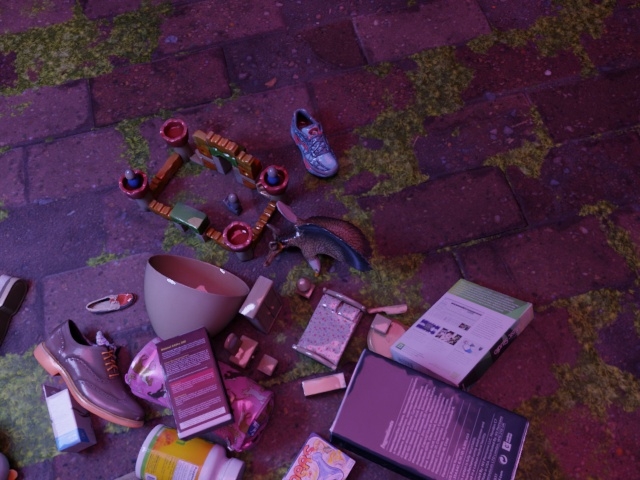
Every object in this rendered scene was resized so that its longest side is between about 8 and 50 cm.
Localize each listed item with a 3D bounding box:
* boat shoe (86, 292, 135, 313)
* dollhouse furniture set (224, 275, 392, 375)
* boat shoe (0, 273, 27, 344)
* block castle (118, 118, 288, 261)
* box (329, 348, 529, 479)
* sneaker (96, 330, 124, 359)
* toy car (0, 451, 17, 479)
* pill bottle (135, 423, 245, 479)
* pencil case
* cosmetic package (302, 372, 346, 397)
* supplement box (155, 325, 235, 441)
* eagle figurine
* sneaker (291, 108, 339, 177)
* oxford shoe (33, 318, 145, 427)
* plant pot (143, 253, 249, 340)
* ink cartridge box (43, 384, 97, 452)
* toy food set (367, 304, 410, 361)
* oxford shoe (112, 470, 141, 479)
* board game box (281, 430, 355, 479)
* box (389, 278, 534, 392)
[{"bbox_3d":[-0.615,0.183,1.532,0.137,0.043,0.049,-16,65,-7],"label":"boat shoe"},{"bbox_3d":[-0.032,0.254,1.398,0.355,0.174,0.303,22,69,18],"label":"dollhouse furniture set"},{"bbox_3d":[-0.964,0.235,1.485,0.103,0.113,0.302,13,57,8],"label":"boat shoe"},{"bbox_3d":[-0.341,-0.166,1.587,0.453,0.213,0.303,26,69,12],"label":"block castle"},{"bbox_3d":[0.239,0.461,1.259,0.395,0.293,0.212,22,68,10],"label":"box"},{"bbox_3d":[-0.597,0.299,1.486,0.069,0.038,0.098,-15,76,-7],"label":"sneaker"},{"bbox_3d":[-0.888,0.584,1.307,0.210,0.219,0.238,-45,101,-16],"label":"toy car"},{"bbox_3d":[-0.320,0.566,1.308,0.245,0.136,0.136,16,68,8],"label":"pill bottle"},{"bbox_3d":[-0.314,0.398,1.374,0.386,0.167,0.160,25,110,11],"label":"pencil case"},{"bbox_3d":[0.010,0.395,1.419,0.115,0.060,0.041,-12,67,-3],"label":"cosmetic package"},{"bbox_3d":[-0.306,0.347,1.272,0.130,0.073,0.240,-18,66,-9],"label":"supplement box"},{"bbox_3d":[0.002,0.008,1.526,0.298,0.225,0.226,-6,56,10],"label":"eagle figurine"},{"bbox_3d":[-0.028,-0.319,1.695,0.104,0.125,0.262,-29,69,-11],"label":"sneaker"},{"bbox_3d":[-0.594,0.355,1.391,0.363,0.130,0.133,37,83,8],"label":"oxford shoe"},{"bbox_3d":[-0.361,0.178,1.430,0.284,0.284,0.191,23,97,10],"label":"plant pot"},{"bbox_3d":[-0.661,0.459,1.378,0.060,0.104,0.180,-23,69,-8],"label":"ink cartridge box"},{"bbox_3d":[0.199,0.284,1.482,0.132,0.038,0.192,-5,72,6],"label":"toy food set"},{"bbox_3d":[-0.597,0.683,1.295,0.348,0.123,0.130,-16,41,-5],"label":"oxford shoe"},{"bbox_3d":[-0.020,0.617,1.336,0.136,0.035,0.201,30,70,13],"label":"board game box"},{"bbox_3d":[0.376,0.246,1.389,0.322,0.059,0.232,-39,35,-23],"label":"box"}]
